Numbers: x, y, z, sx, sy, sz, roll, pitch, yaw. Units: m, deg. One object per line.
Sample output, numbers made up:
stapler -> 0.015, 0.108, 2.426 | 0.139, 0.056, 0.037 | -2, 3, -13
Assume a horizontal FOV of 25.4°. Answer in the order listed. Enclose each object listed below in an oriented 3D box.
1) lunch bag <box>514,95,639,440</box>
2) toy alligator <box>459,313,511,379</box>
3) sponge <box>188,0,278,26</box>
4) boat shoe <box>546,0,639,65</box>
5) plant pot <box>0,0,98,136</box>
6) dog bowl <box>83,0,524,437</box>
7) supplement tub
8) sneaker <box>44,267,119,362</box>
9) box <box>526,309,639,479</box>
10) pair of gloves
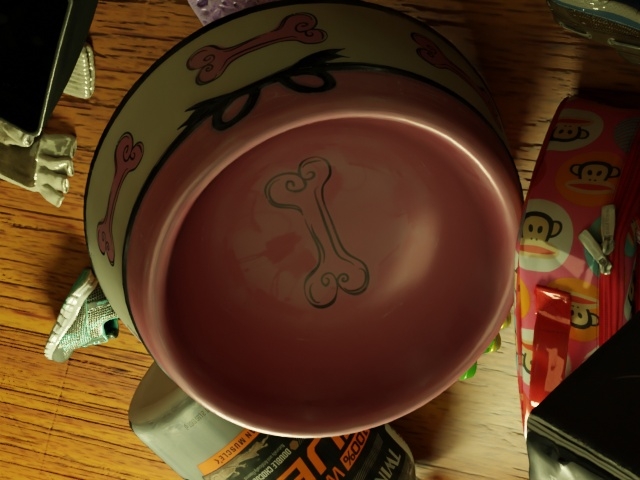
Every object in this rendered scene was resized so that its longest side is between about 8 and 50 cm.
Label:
lunch bag -> 0.236, 0.045, 1.256 | 0.120, 0.258, 0.293 | 9, 133, 20
toy alligator -> 0.163, 0.071, 1.471 | 0.051, 0.056, 0.190 | 56, 149, 33
sponge -> -0.079, -0.249, 1.313 | 0.117, 0.031, 0.210 | -14, 121, 36
boat shoe -> 0.273, -0.181, 1.172 | 0.183, 0.066, 0.066 | 28, 153, 24
plant pot -> -0.291, -0.248, 1.327 | 0.187, 0.167, 0.188 | 28, 137, 1
dog bowl -> 0.000, 0.000, 1.266 | 0.408, 0.150, 0.408 | -7, 120, -12
supplement tub -> -0.036, 0.240, 1.615 | 0.338, 0.207, 0.207 | 45, 134, -17
sneaker -> -0.284, 0.107, 1.728 | 0.076, 0.065, 0.166 | 29, 138, -5
box -> 0.480, 0.184, 0.992 | 0.471, 0.480, 0.297 | 29, 145, 39
pair of gloves -> -0.349, -0.156, 1.533 | 0.204, 0.042, 0.240 | 25, 136, 5
